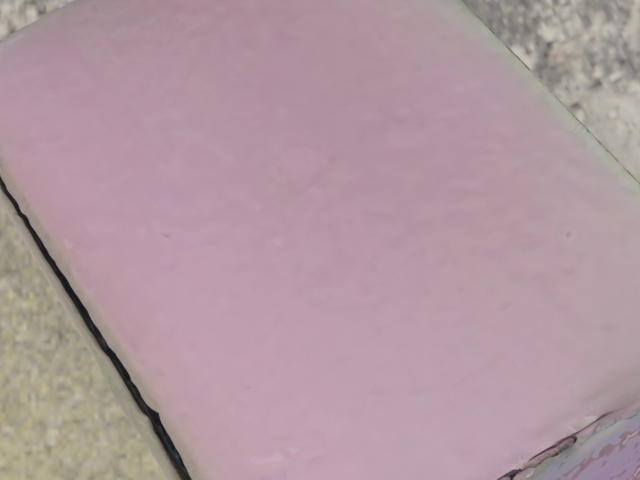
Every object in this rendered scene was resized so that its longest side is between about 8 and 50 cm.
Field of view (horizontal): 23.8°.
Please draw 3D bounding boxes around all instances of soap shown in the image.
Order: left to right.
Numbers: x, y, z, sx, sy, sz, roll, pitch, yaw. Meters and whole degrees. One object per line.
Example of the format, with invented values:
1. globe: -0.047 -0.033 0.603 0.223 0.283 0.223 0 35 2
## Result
1. soap: 0.000 0.001 0.526 0.181 0.259 0.081 -32 146 -10
